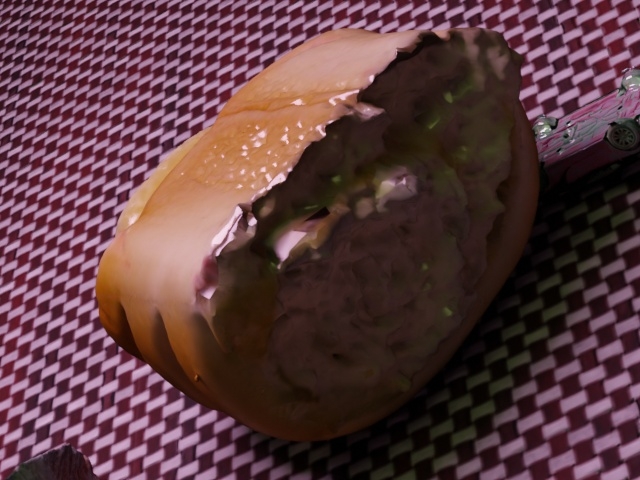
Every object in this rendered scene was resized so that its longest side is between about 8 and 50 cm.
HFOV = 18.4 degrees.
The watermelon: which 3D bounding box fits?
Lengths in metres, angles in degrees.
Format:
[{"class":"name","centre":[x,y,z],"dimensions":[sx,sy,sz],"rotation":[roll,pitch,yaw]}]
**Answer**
[{"class":"watermelon","centre":[-0.199,0.191,1.422],"dimensions":[0.180,0.081,0.094],"rotation":[127,165,-77]}]

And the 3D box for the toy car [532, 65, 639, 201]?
[{"class":"toy car","centre":[0.196,-0.071,1.406],"dimensions":[0.142,0.055,0.069],"rotation":[-27,25,37]}]

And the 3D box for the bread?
[{"class":"bread","centre":[0.000,0.000,1.378],"dimensions":[0.315,0.211,0.270],"rotation":[-45,23,-22]}]
